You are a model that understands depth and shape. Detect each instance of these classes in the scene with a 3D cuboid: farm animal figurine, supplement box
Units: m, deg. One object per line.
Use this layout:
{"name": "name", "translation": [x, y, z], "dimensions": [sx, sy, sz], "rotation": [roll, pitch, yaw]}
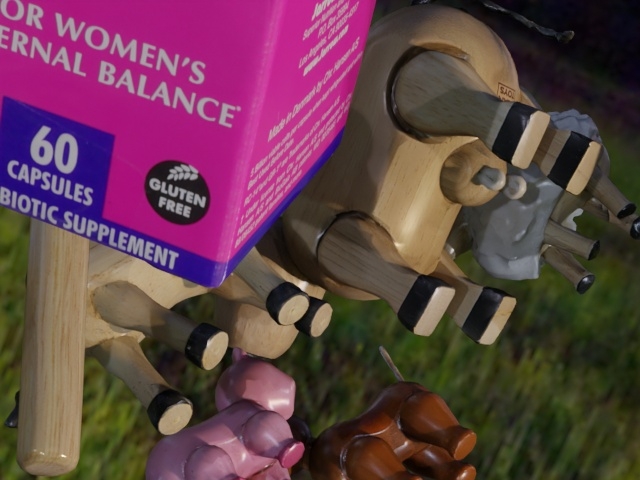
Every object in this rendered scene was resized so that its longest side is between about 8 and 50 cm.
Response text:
{"name": "farm animal figurine", "translation": [0.000, 0.000, 0.891], "dimensions": [0.172, 0.327, 0.330], "rotation": [36, -5, 32]}
{"name": "supplement box", "translation": [-0.037, -0.117, 0.447], "dimensions": [0.111, 0.220, 0.114], "rotation": [20, 29, 11]}

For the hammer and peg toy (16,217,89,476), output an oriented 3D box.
{"name": "hammer and peg toy", "translation": [-0.233, -0.030, 0.591], "dimensions": [0.361, 0.127, 0.266], "rotation": [-14, 58, 0]}
